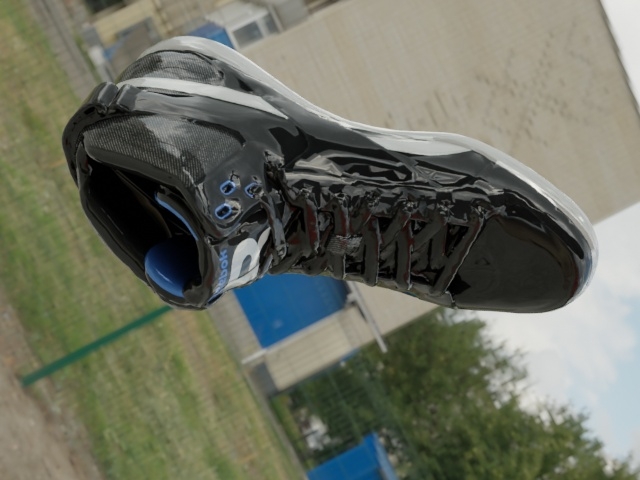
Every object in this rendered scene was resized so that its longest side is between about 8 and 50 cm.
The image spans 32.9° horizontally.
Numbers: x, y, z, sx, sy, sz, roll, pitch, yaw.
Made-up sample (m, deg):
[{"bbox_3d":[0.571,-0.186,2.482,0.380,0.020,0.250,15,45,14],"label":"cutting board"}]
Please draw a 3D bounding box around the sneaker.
[{"bbox_3d":[0.000,0.000,0.430,0.121,0.217,0.079,-60,171,-55],"label":"sneaker"}]
